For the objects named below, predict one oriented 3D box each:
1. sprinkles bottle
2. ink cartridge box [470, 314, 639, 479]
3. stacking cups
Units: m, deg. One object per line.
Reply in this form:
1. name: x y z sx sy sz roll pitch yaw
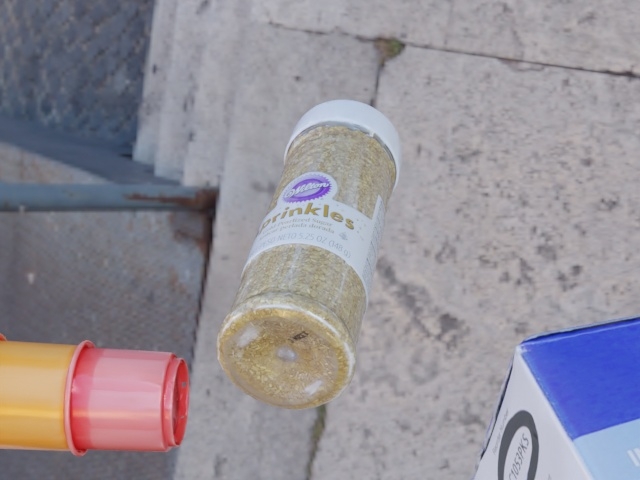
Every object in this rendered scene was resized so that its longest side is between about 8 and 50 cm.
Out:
1. sprinkles bottle: 0.000 0.000 1.111 0.121 0.121 0.355 -52 13 34
2. ink cartridge box: 0.167 0.210 0.470 0.395 0.151 0.270 -117 25 -42
3. stacking cups: -0.245 0.102 0.767 0.316 0.096 0.096 4 96 3
